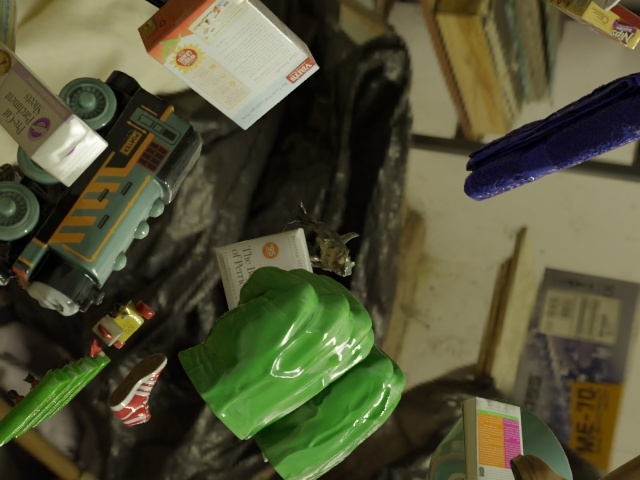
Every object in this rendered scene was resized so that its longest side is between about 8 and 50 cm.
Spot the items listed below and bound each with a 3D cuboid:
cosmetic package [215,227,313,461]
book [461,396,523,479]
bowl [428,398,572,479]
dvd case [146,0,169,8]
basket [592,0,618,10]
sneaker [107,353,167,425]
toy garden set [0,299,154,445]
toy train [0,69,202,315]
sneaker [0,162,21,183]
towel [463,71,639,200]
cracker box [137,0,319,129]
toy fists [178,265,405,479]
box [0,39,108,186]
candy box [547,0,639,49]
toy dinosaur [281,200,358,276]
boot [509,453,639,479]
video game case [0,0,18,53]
[{"bbox_3d":[-0.040,0.113,1.158,0.060,0.098,0.239,1,76,-89],"label":"cosmetic package"},{"bbox_3d":[0.257,0.310,1.545,0.096,0.035,0.144,15,63,-28],"label":"book"},{"bbox_3d":[0.343,0.497,2.157,0.163,0.311,0.312,-15,116,-43],"label":"bowl"},{"bbox_3d":[-0.241,-0.443,1.536,0.253,0.022,0.180,27,81,-35],"label":"dvd case"},{"bbox_3d":[0.366,-0.405,1.365,0.103,0.167,0.113,-43,176,-22],"label":"basket"},{"bbox_3d":[-0.273,0.233,1.627,0.118,0.042,0.067,-46,132,-29],"label":"sneaker"},{"bbox_3d":[-0.316,0.153,1.340,0.204,0.049,0.244,-45,179,1],"label":"toy garden set"},{"bbox_3d":[-0.300,-0.064,1.364,0.334,0.190,0.142,-59,178,-21],"label":"toy train"},{"bbox_3d":[-0.560,-0.043,1.962,0.109,0.286,0.130,-42,133,-5],"label":"sneaker"},{"bbox_3d":[0.343,-0.151,1.327,0.227,0.308,0.076,-27,93,-38],"label":"towel"},{"bbox_3d":[-0.132,-0.283,1.554,0.232,0.155,0.067,37,21,-47],"label":"cracker box"},{"bbox_3d":[-0.013,0.113,0.906,0.142,0.096,0.279,-34,145,-3],"label":"toy fists"},{"bbox_3d":[-0.347,-0.170,1.172,0.067,0.324,0.063,-47,140,-2],"label":"box"},{"bbox_3d":[0.449,-0.377,1.728,0.053,0.109,0.187,-59,-162,13],"label":"candy box"},{"bbox_3d":[0.000,0.000,1.629,0.064,0.118,0.268,-60,-177,12],"label":"toy dinosaur"},{"bbox_3d":[0.405,0.312,1.403,0.236,0.269,0.089,60,2,-35],"label":"boot"},{"bbox_3d":[-0.472,-0.351,1.390,0.206,0.026,0.227,55,15,-44],"label":"video game case"}]
